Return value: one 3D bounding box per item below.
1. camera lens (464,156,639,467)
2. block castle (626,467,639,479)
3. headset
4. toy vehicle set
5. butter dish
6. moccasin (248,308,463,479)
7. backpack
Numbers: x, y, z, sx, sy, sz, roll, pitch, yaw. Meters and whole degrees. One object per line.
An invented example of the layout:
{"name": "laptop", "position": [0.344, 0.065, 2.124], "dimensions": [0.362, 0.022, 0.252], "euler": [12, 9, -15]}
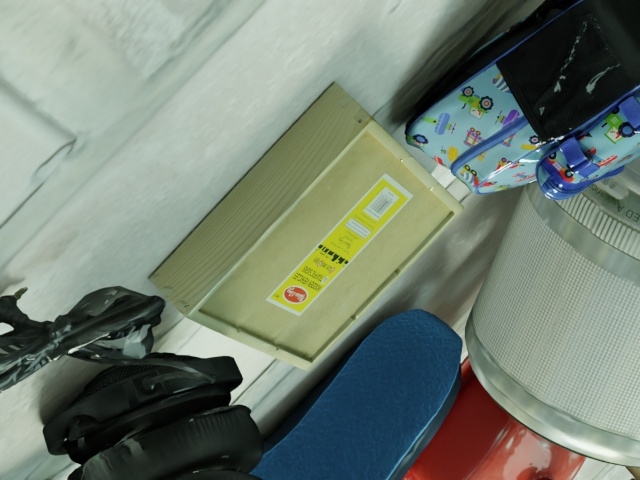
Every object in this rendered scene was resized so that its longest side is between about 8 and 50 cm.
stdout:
{"name": "camera lens", "position": [0.249, 0.021, 1.543], "dimensions": [0.219, 0.219, 0.274], "euler": [-19, 137, -52]}
{"name": "block castle", "position": [0.190, 0.306, 2.084], "dimensions": [0.453, 0.213, 0.303], "euler": [-42, 174, 10]}
{"name": "headset", "position": [-0.106, 0.169, 1.195], "dimensions": [0.185, 0.243, 0.394], "euler": [-19, 139, -12]}
{"name": "toy vehicle set", "position": [0.000, 0.000, 1.312], "dimensions": [0.166, 0.035, 0.267], "euler": [-46, 161, 3]}
{"name": "butter dish", "position": [0.162, 0.185, 1.672], "dimensions": [0.160, 0.118, 0.160], "euler": [23, 109, -43]}
{"name": "moccasin", "position": [-0.001, 0.209, 1.593], "dimensions": [0.342, 0.138, 0.117], "euler": [-43, 168, -7]}
{"name": "backpack", "position": [0.149, -0.086, 1.292], "dimensions": [0.173, 0.117, 0.158], "euler": [-35, 173, 25]}
